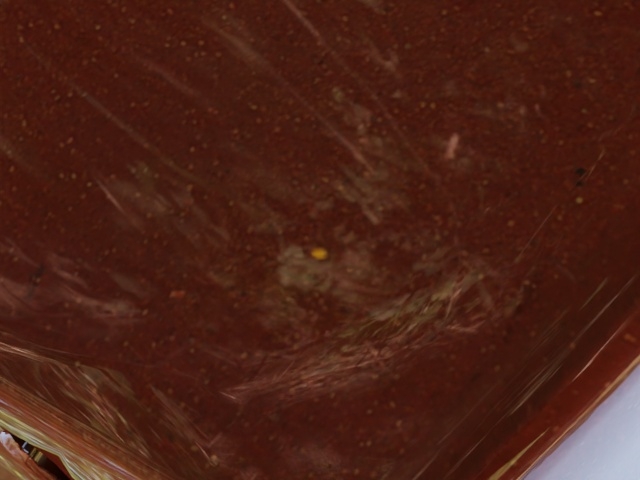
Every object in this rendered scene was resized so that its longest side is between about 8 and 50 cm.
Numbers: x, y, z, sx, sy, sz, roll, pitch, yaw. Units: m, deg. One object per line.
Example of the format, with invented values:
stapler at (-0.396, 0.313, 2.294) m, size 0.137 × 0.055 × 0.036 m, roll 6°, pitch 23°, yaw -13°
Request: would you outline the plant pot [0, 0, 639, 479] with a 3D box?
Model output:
plant pot at (0.014, -0.003, 0.465) m, size 0.267 × 0.267 × 0.236 m, roll 28°, pitch -116°, yaw 26°
